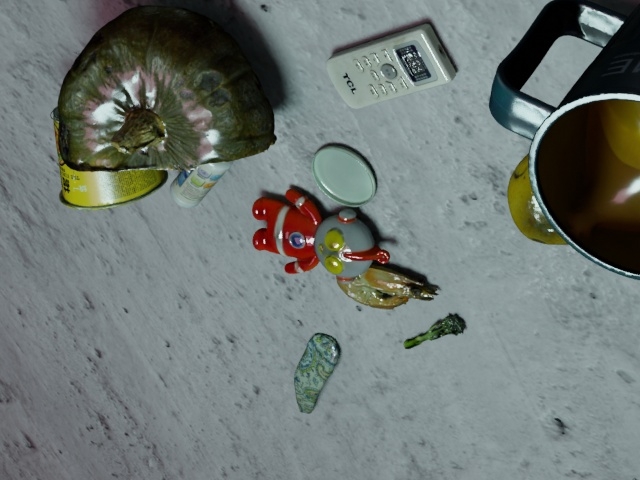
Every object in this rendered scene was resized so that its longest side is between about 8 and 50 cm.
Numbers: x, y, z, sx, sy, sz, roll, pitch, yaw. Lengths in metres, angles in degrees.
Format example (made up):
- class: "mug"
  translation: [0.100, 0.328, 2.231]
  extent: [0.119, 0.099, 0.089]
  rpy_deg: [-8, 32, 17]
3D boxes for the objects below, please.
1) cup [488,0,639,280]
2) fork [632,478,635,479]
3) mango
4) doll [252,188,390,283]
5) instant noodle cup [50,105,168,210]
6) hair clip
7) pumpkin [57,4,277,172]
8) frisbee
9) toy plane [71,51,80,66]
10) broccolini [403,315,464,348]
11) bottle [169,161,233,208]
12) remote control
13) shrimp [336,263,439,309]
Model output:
- class: "cup"
  translation: [0.376, -0.136, 1.521]
  extent: [0.308, 0.292, 0.242]
  rpy_deg: [2, 127, 38]
- class: "fork"
  translation: [0.533, 0.415, 2.128]
  extent: [0.115, 0.016, 0.012]
  rpy_deg: [39, 118, 0]
- class: "mango"
  translation: [0.321, -0.075, 1.774]
  extent: [0.137, 0.098, 0.195]
  rpy_deg: [33, 135, 14]
- class: "doll"
  translation: [0.000, 0.000, 2.107]
  extent: [0.245, 0.076, 0.142]
  rpy_deg: [18, 120, 31]
- class: "instant noodle cup"
  translation: [-0.346, -0.151, 2.169]
  extent: [0.182, 0.182, 0.144]
  rpy_deg: [8, 120, 33]
- class: "hair clip"
  translation: [-0.014, 0.244, 2.375]
  extent: [0.066, 0.036, 0.229]
  rpy_deg: [35, 141, 16]
- class: "pumpkin"
  translation: [-0.240, -0.217, 1.940]
  extent: [0.325, 0.242, 0.232]
  rpy_deg: [-6, 110, 14]
- class: "frisbee"
  translation: [0.035, -0.097, 2.036]
  extent: [0.110, 0.014, 0.110]
  rpy_deg: [21, 138, 20]
- class: "toy plane"
  translation: [-0.359, -0.278, 2.165]
  extent: [0.084, 0.024, 0.078]
  rpy_deg: [-3, 143, 40]
- class: "broccolini"
  translation: [0.181, 0.151, 2.152]
  extent: [0.035, 0.030, 0.140]
  rpy_deg: [14, 154, -26]
- class: "bottle"
  translation: [-0.172, -0.123, 2.138]
  extent: [0.060, 0.060, 0.217]
  rpy_deg: [43, 141, -4]
- class: "remote control"
  translation: [0.092, -0.235, 1.853]
  extent: [0.190, 0.029, 0.087]
  rpy_deg: [-10, 119, 43]
- class: "shrimp"
  translation: [0.103, 0.078, 2.127]
  extent: [0.180, 0.041, 0.099]
  rpy_deg: [7, 131, 33]
